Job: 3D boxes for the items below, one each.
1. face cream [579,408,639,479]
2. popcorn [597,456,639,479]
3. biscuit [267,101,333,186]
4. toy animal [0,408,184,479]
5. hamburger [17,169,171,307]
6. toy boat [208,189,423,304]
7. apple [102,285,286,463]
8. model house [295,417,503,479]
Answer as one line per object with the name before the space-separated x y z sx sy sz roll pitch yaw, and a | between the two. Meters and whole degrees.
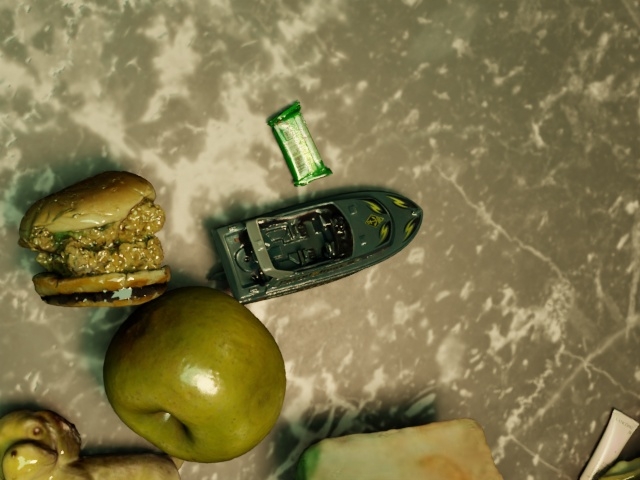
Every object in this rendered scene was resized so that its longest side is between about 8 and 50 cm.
face cream | 0.339 0.257 1.671 0.038 0.020 0.115 31 86 -13
popcorn | 0.435 0.351 1.609 0.276 0.276 0.225 30 53 -14
biscuit | -0.025 -0.105 1.555 0.046 0.016 0.089 -26 101 -10
toy animal | -0.249 0.268 1.494 0.233 0.121 0.169 8 66 -21
hamburger | -0.235 0.000 1.442 0.159 0.185 0.131 -7 101 4
toy boat | 0.000 0.000 1.532 0.246 0.103 0.093 -15 75 -15
apple | -0.130 0.139 1.470 0.196 0.196 0.157 42 59 -13
model house | 0.110 0.398 1.500 0.245 0.312 0.280 -8 135 -15
